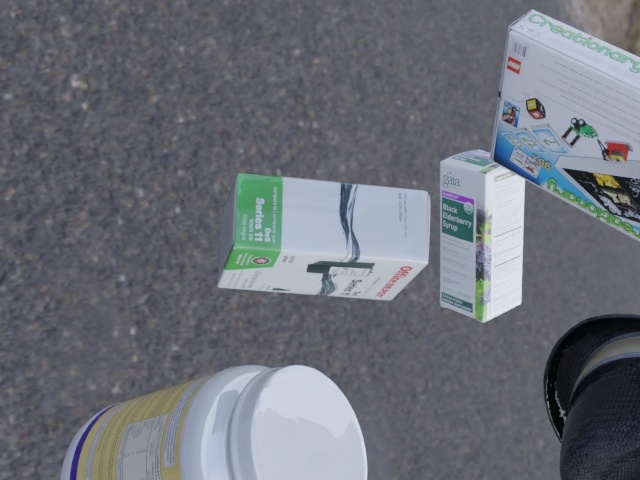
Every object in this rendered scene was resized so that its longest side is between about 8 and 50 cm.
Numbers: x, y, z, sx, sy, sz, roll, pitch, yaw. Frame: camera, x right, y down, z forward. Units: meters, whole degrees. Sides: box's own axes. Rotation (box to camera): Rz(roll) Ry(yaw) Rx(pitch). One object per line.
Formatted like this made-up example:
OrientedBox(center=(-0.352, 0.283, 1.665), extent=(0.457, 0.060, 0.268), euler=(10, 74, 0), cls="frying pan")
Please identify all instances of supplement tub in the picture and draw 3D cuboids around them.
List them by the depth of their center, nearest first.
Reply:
OrientedBox(center=(-0.133, 0.289, 1.284), extent=(0.241, 0.331, 0.241), euler=(27, 53, -42), cls="supplement tub")

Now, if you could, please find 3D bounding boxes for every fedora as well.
OrientedBox(center=(0.363, 0.245, 1.178), extent=(0.152, 0.334, 0.334), euler=(-43, 120, -36), cls="fedora")

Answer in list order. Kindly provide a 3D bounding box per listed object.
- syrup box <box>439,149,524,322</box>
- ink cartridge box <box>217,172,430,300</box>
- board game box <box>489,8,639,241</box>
OrientedBox(center=(0.242, -0.010, 1.570), extent=(0.096, 0.093, 0.237), euler=(-20, 117, -37), cls="syrup box")
OrientedBox(center=(0.000, 0.000, 1.131), extent=(0.153, 0.208, 0.087), euler=(122, -29, -68), cls="ink cartridge box")
OrientedBox(center=(0.326, -0.100, 1.114), extent=(0.053, 0.305, 0.193), euler=(-39, 148, -30), cls="board game box")
